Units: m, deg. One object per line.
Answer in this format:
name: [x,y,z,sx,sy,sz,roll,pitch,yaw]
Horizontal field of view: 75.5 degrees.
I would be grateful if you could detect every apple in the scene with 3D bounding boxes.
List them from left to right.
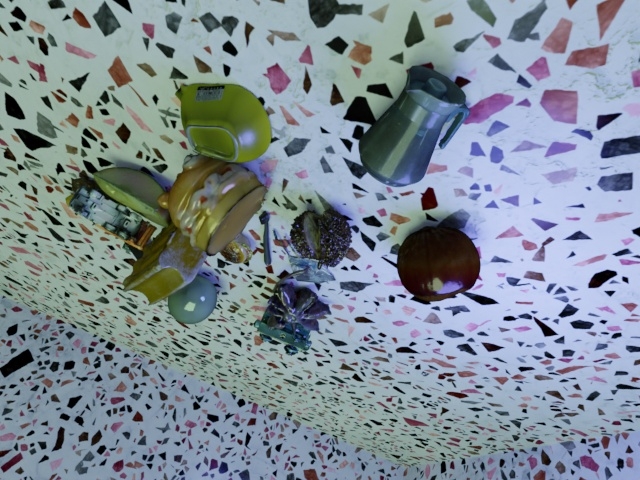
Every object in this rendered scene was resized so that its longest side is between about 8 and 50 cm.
apple: [-0.608,-0.149,1.402,0.264,0.120,0.193,29,157,5]

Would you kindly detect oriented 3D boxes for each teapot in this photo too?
teapot: [0.208,-0.241,0.899,0.203,0.171,0.225,0,143,-27]

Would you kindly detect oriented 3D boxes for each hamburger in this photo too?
hamburger: [-0.314,-0.124,1.193,0.236,0.276,0.276,39,142,6]
hamburger: [-0.313,0.030,1.510,0.141,0.082,0.126,34,140,-16]

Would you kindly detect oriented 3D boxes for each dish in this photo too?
dish: [-0.268,-0.288,1.084,0.262,0.108,0.221,13,141,9]

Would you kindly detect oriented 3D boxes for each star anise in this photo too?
star anise: [-0.092,0.254,1.664,0.359,0.139,0.315,-32,128,28]

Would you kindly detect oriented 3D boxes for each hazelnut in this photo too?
hazelnut: [0.321,0.064,1.179,0.217,0.217,0.251,35,163,-18]

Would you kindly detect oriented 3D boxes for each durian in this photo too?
durian: [0.000,0.000,1.255,0.196,0.166,0.196,12,112,34]

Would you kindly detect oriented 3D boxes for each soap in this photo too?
soap: [-0.522,0.048,1.459,0.156,0.294,0.335,40,137,-22]

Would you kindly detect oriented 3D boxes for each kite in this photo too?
kite: [-0.058,0.065,1.494,0.169,0.015,0.310,1,141,24]

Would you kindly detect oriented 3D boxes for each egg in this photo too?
egg: [-0.557,0.258,1.800,0.202,0.203,0.282,35,143,-18]

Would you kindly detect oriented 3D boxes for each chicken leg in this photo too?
chicken leg: [-0.811,-0.167,1.523,0.197,0.069,0.085,24,119,-15]

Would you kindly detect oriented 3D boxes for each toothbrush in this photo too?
toothbrush: [-0.195,0.003,1.470,0.030,0.030,0.297,37,149,22]

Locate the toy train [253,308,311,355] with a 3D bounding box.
toy train: [-0.169,0.412,1.836,0.269,0.115,0.154,23,-173,-4]

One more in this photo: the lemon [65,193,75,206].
lemon: [-0.946,-0.149,1.597,0.083,0.062,0.062,17,142,4]

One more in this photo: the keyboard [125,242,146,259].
keyboard: [-0.766,-0.019,1.667,0.100,0.018,0.310,-5,126,23]

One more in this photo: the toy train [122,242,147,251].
toy train: [-0.743,0.045,1.756,0.207,0.043,0.047,17,139,4]

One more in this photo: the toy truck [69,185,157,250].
toy truck: [-0.723,-0.079,1.450,0.270,0.114,0.135,31,163,-10]
